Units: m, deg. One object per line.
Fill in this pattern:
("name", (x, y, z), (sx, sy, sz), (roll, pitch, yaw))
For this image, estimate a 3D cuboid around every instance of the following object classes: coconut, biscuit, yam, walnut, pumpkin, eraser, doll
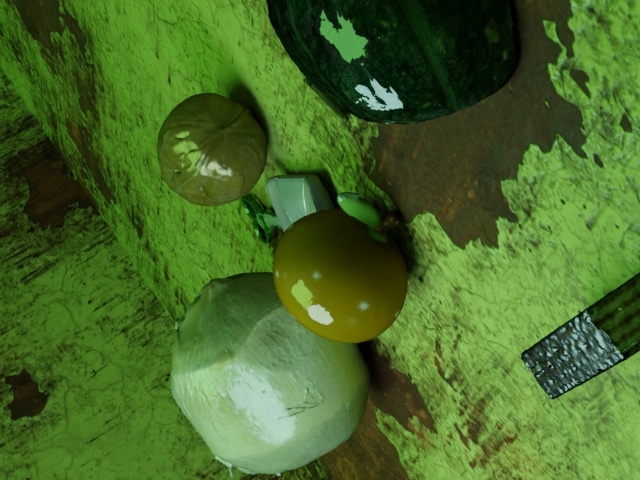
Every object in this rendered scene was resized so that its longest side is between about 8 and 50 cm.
("coconut", (-0.099, 0.216, 2.433), (0.360, 0.346, 0.346), (63, 162, -11))
("biscuit", (0.314, 0.105, 1.512), (0.070, 0.106, 0.252), (55, 162, 8))
("yam", (0.009, -0.206, 1.981), (0.107, 0.014, 0.014), (48, 159, 32))
("walnut", (-0.185, -0.157, 2.322), (0.193, 0.193, 0.226), (56, 159, 11))
("pumpkin", (0.056, -0.243, 1.506), (0.293, 0.197, 0.263), (30, 149, 61))
("eraser", (0.001, -0.001, 2.261), (0.243, 0.059, 0.204), (66, 161, -12))
("doll", (0.048, 0.034, 2.018), (0.213, 0.213, 0.236), (52, 122, 20))

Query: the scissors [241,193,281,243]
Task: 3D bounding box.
("scissors", (-0.094, -0.037, 2.513), (0.101, 0.027, 0.204), (62, 164, -13))
